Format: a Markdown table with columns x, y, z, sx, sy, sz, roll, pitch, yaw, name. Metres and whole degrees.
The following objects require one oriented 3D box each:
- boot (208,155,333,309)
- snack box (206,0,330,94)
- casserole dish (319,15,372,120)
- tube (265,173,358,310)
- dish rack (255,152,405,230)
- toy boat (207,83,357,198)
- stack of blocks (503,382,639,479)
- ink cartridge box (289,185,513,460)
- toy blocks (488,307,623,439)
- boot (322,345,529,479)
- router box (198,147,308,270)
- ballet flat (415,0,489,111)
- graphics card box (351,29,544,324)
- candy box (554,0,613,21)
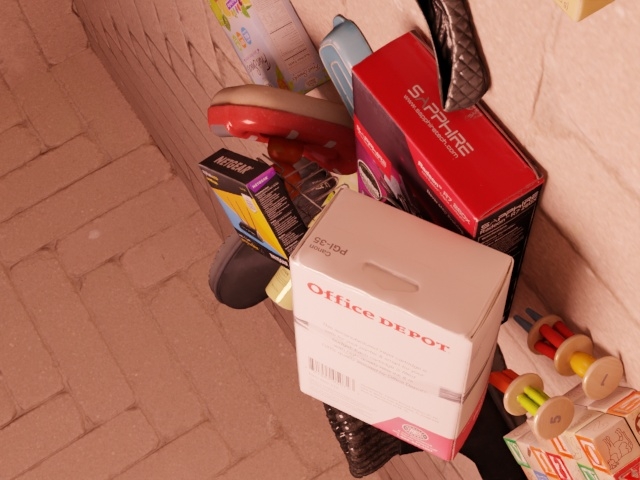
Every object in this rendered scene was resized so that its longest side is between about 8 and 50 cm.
| x | y | z | sx | sy | sz | roll | pitch | yaw | name |
| --- | --- | --- | --- | --- | --- | --- | --- | --- | --- |
| 0.009 | 0.136 | 1.756 | 0.445 | 0.146 | 0.367 | 52 | 134 | 23 | boot |
| -0.081 | -0.303 | 1.523 | 0.207 | 0.070 | 0.174 | 59 | 167 | -8 | snack box |
| 0.052 | -0.196 | 1.320 | 0.188 | 0.037 | 0.114 | 60 | 169 | -9 | casserole dish |
| 0.000 | 0.000 | 1.626 | 0.070 | 0.240 | 0.062 | 36 | -164 | 1 | tube |
| 0.023 | -0.004 | 1.306 | 0.271 | 0.074 | 0.208 | 39 | 156 | 44 | dish rack |
| -0.046 | -0.123 | 1.426 | 0.151 | 0.231 | 0.151 | 8 | 88 | 60 | toy boat |
| 0.322 | 0.260 | 1.197 | 0.171 | 0.087 | 0.297 | 60 | 168 | -3 | stack of blocks |
| 0.086 | 0.098 | 1.128 | 0.207 | 0.117 | 0.283 | 24 | 148 | 17 | ink cartridge box |
| 0.241 | 0.139 | 1.144 | 0.148 | 0.123 | 0.054 | 42 | 165 | 54 | toy blocks |
| 0.162 | 0.292 | 1.511 | 0.348 | 0.260 | 0.131 | 65 | 167 | -24 | boot |
| -0.080 | -0.041 | 1.308 | 0.133 | 0.046 | 0.179 | 62 | 164 | -23 | router box |
| 0.116 | -0.205 | 0.995 | 0.173 | 0.049 | 0.057 | 64 | 166 | -22 | ballet flat |
| 0.137 | -0.041 | 1.211 | 0.233 | 0.094 | 0.371 | 53 | 168 | 24 | graphics card box |
| 0.109 | -0.315 | 0.659 | 0.316 | 0.087 | 0.183 | 55 | 168 | 23 | candy box |
